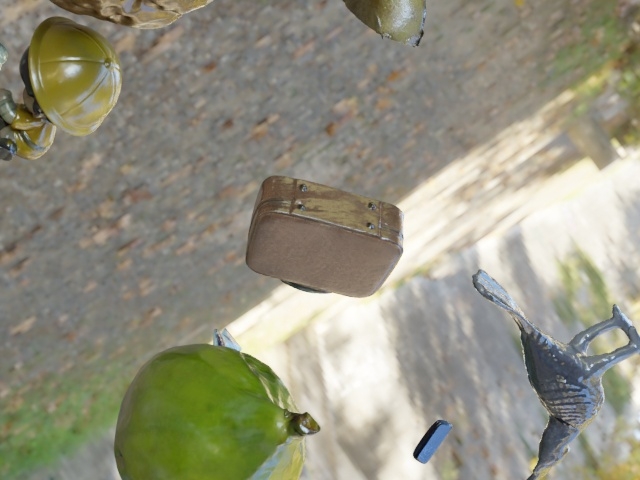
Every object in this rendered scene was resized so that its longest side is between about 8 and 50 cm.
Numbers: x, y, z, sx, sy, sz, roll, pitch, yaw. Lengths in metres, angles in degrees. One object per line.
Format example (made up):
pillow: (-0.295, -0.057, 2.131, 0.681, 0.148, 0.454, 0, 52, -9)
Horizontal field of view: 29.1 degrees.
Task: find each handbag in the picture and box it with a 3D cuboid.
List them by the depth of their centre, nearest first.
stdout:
handbag: (0.000, 0.000, 1.587, 0.151, 0.193, 0.072, 119, -19, -48)

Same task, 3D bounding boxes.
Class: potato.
potato: (0.109, -0.464, 2.219, 0.098, 0.243, 0.138, 5, 122, -36)

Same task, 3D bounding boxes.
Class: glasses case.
glasses case: (0.182, 0.330, 2.043, 0.083, 0.033, 0.023, -56, -149, 8)

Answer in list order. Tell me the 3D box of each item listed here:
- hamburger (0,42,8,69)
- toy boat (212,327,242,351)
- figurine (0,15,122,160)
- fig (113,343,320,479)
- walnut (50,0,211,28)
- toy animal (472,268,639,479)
hamburger: (-0.332, -0.171, 1.036, 0.140, 0.133, 0.062, 25, 100, -51)
toy boat: (-0.156, 0.259, 1.902, 0.067, 0.220, 0.291, -30, -141, 25)
figurine: (-0.422, -0.234, 1.977, 0.257, 0.167, 0.192, -43, -154, 39)
fig: (-0.110, 0.198, 1.387, 0.233, 0.233, 0.314, -30, 158, -39)
walnut: (-0.273, -0.490, 1.814, 0.354, 0.308, 0.397, -22, 157, 31)
toy animal: (0.328, 0.159, 1.596, 0.205, 0.367, 0.081, -22, -146, -3)
